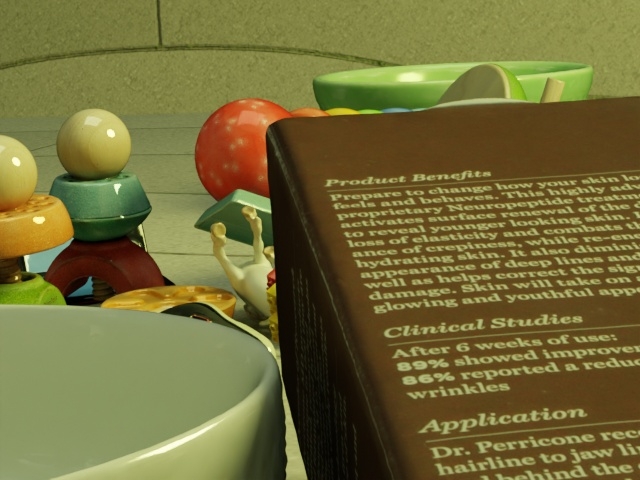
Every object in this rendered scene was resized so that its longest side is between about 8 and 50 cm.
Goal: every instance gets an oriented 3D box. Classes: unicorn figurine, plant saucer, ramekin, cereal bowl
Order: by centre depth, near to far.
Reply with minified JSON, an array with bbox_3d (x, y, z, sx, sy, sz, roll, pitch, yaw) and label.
[{"bbox_3d":[-0.176,0.120,0.636,0.339,0.141,0.339,-2,9,0],"label":"cereal bowl"},{"bbox_3d":[-0.038,0.030,1.359,0.060,0.111,0.162,-23,34,-10],"label":"unicorn figurine"},{"bbox_3d":[0.000,0.000,1.420,0.192,0.018,0.067,17,-26,-26],"label":"plant saucer"},{"bbox_3d":[0.146,-0.111,1.978,0.303,0.148,0.303,-3,9,0],"label":"ramekin"}]

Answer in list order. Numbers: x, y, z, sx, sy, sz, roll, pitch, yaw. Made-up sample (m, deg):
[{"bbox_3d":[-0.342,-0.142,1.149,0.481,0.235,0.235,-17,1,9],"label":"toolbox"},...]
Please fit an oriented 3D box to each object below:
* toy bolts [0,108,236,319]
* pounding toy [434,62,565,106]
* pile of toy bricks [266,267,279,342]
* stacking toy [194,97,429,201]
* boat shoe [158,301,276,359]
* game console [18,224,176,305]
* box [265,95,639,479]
[{"bbox_3d":[-0.167,-0.015,1.393,0.218,0.158,0.228,-1,13,8],"label":"toy bolts"},{"bbox_3d":[0.182,-0.065,1.729,0.110,0.183,0.237,22,0,-22],"label":"pounding toy"},{"bbox_3d":[0.042,0.101,0.894,0.212,0.118,0.105,23,51,34],"label":"pile of toy bricks"},{"bbox_3d":[0.032,-0.062,1.502,0.141,0.141,0.330,6,-2,44],"label":"stacking toy"},{"bbox_3d":[-0.083,0.070,1.220,0.042,0.048,0.133,1,10,-35],"label":"boat shoe"},{"bbox_3d":[-0.211,0.006,1.573,0.144,0.124,0.085,-6,-17,-22],"label":"game console"},{"bbox_3d":[0.094,0.068,0.650,0.191,0.143,0.381,-4,24,-6],"label":"box"}]
